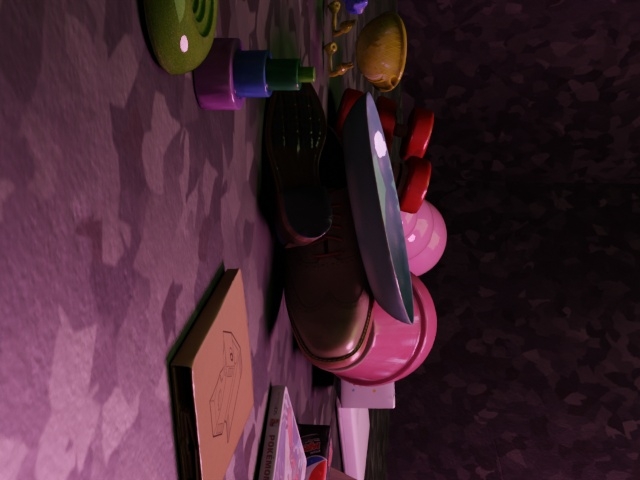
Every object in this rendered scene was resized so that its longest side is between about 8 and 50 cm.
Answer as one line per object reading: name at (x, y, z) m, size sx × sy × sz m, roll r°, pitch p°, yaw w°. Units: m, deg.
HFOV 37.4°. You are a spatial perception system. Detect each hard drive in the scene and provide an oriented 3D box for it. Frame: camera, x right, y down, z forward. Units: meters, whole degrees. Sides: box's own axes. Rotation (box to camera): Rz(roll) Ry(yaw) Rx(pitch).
hard drive at (0.073, 0.378, 2.047) m, size 0.203 × 0.040 × 0.308 m, roll -79°, pitch 168°, yaw -47°

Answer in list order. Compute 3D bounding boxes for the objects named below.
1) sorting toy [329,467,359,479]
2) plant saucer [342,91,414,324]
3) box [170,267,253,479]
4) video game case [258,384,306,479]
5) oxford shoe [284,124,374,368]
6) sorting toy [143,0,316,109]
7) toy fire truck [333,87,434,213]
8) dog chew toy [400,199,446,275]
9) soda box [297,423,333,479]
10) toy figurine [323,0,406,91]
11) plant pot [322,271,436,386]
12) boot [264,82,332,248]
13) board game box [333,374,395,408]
sorting toy at (0.100, 0.479, 1.598) m, size 0.089 × 0.257 × 0.255 m, roll -64°, pitch 163°, yaw -15°
plant saucer at (0.077, -0.040, 1.276) m, size 0.317 × 0.043 × 0.318 m, roll -11°, pitch 90°, yaw -80°
box at (-0.099, 0.140, 0.904) m, size 0.201 × 0.021 × 0.165 m, roll -67°, pitch 157°, yaw -66°
video game case at (-0.049, 0.321, 1.236) m, size 0.201 × 0.023 × 0.183 m, roll 79°, pitch 13°, yaw -48°
oxford shoe at (0.000, 0.000, 1.260) m, size 0.130 × 0.122 × 0.348 m, roll 76°, pitch 7°, yaw -54°
sorting toy at (-0.066, -0.202, 0.715) m, size 0.365 × 0.126 × 0.127 m, roll 68°, pitch 25°, yaw -68°
toy fire truck at (0.087, -0.111, 1.730) m, size 0.254 × 0.169 × 0.302 m, roll 111°, pitch -9°, yaw -51°
dog chew toy at (0.182, -0.032, 2.223) m, size 0.332 × 0.206 × 0.207 m, roll 45°, pitch 46°, yaw -68°
soda box at (-0.017, 0.355, 1.389) m, size 0.169 × 0.053 × 0.060 m, roll -81°, pitch 169°, yaw -45°
toy figurine at (0.027, -0.422, 1.457) m, size 0.217 × 0.191 × 0.363 m, roll -6°, pitch 107°, yaw -51°
plant pot at (0.057, 0.129, 1.445) m, size 0.180 × 0.201 × 0.201 m, roll 3°, pitch 88°, yaw -66°
boot at (-0.040, -0.095, 1.183) m, size 0.106 × 0.082 × 0.219 m, roll 137°, pitch -50°, yaw -67°
board game box at (0.076, 0.170, 1.704) m, size 0.303 × 0.097 × 0.224 m, roll 137°, pitch -46°, yaw -87°
